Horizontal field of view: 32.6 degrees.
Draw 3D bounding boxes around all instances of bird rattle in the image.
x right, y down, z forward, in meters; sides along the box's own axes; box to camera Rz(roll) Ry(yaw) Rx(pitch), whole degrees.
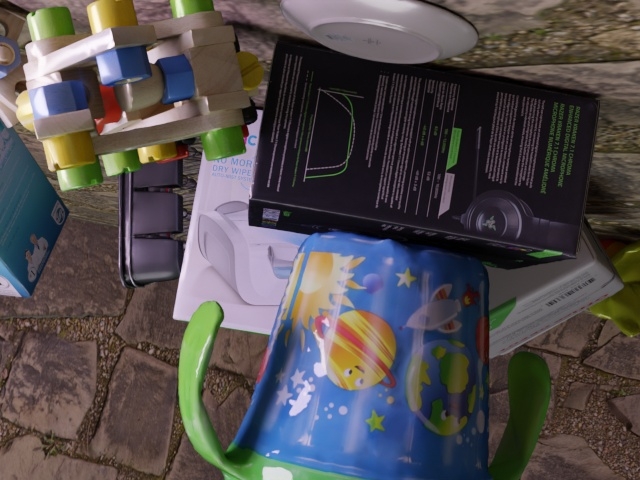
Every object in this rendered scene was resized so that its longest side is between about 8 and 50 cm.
[{"bbox_3d":[0.404,0.048,1.621,0.207,0.143,0.253,-8,-168,-43],"label":"bird rattle"}]

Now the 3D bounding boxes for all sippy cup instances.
[{"bbox_3d":[0.048,0.113,0.938,0.240,0.224,0.305,6,175,28],"label":"sippy cup"}]

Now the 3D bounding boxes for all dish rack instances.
[{"bbox_3d":[-0.157,-0.041,1.286,0.074,0.208,0.271,-1,174,11],"label":"dish rack"}]

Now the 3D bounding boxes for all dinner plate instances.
[{"bbox_3d":[0.039,-0.145,0.766,0.141,0.017,0.141,11,175,1],"label":"dinner plate"}]

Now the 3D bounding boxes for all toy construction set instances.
[{"bbox_3d":[-0.170,-0.108,0.816,0.215,0.151,0.327,-16,-161,-34],"label":"toy construction set"}]

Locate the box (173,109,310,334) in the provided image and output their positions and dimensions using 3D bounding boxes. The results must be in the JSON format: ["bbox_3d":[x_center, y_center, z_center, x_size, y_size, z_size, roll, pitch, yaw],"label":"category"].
[{"bbox_3d":[0.002,-0.006,1.153,0.262,0.231,0.127,10,175,7],"label":"box"}]

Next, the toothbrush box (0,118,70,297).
[{"bbox_3d":[-0.433,-0.075,1.147,0.216,0.126,0.295,5,148,19],"label":"toothbrush box"}]

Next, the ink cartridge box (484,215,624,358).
[{"bbox_3d":[0.237,0.042,1.333,0.211,0.122,0.289,-30,162,14],"label":"ink cartridge box"}]

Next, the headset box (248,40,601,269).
[{"bbox_3d":[0.085,-0.061,0.959,0.283,0.131,0.246,10,175,-4],"label":"headset box"}]
